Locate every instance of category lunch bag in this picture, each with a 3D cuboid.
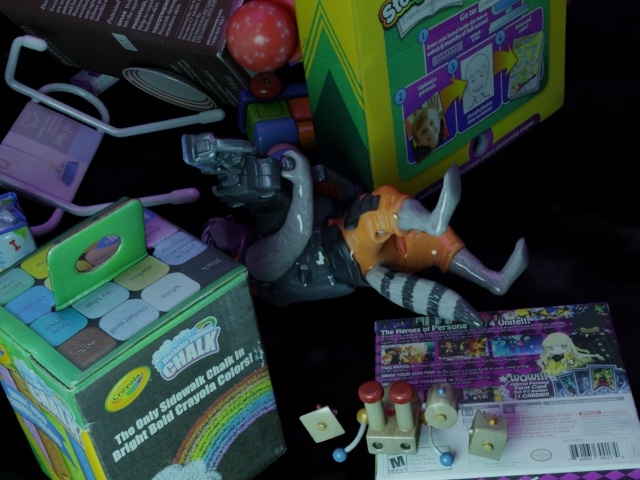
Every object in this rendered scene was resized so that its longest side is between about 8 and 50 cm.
[{"bbox_3d":[-0.387,0.037,1.152,0.151,0.128,0.096,-20,37,-15],"label":"lunch bag"}]

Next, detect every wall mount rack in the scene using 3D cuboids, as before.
[{"bbox_3d":[-0.304,-0.134,1.380,0.304,0.130,0.350,23,37,-11],"label":"wall mount rack"}]

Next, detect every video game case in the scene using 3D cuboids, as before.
[{"bbox_3d":[0.166,0.145,0.949,0.232,0.041,0.210,-6,37,6],"label":"video game case"}]

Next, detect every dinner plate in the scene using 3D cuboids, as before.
[{"bbox_3d":[-0.211,-0.218,1.465,0.141,0.141,0.017,16,80,31],"label":"dinner plate"}]

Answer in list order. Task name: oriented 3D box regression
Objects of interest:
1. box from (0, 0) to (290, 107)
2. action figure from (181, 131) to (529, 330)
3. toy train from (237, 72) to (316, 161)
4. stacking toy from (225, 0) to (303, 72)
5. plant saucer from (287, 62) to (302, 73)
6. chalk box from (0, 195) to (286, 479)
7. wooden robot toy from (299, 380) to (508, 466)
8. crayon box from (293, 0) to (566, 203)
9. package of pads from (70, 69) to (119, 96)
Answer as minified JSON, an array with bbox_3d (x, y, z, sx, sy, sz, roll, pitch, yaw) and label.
[{"bbox_3d":[-0.247,-0.315,1.484,0.381,0.191,0.143,17,79,23],"label":"box"},{"bbox_3d":[0.000,0.000,1.035,0.330,0.178,0.341,-4,-11,31],"label":"action figure"},{"bbox_3d":[0.026,-0.146,1.347,0.248,0.105,0.143,-8,51,-14],"label":"toy train"},{"bbox_3d":[-0.015,-0.294,1.372,0.141,0.141,0.330,9,22,24],"label":"stacking toy"},{"bbox_3d":[-0.074,-0.281,1.601,0.119,0.021,0.119,-6,35,5],"label":"plant saucer"},{"bbox_3d":[-0.168,0.093,0.888,0.180,0.289,0.179,-34,43,-30],"label":"chalk box"},{"bbox_3d":[0.074,0.140,0.887,0.173,0.076,0.079,0,28,13],"label":"wooden robot toy"},{"bbox_3d":[0.147,-0.236,1.241,0.363,0.313,0.106,-33,42,-29],"label":"crayon box"},{"bbox_3d":[-0.348,-0.259,1.627,0.050,0.032,0.083,12,41,27],"label":"package of pads"}]
